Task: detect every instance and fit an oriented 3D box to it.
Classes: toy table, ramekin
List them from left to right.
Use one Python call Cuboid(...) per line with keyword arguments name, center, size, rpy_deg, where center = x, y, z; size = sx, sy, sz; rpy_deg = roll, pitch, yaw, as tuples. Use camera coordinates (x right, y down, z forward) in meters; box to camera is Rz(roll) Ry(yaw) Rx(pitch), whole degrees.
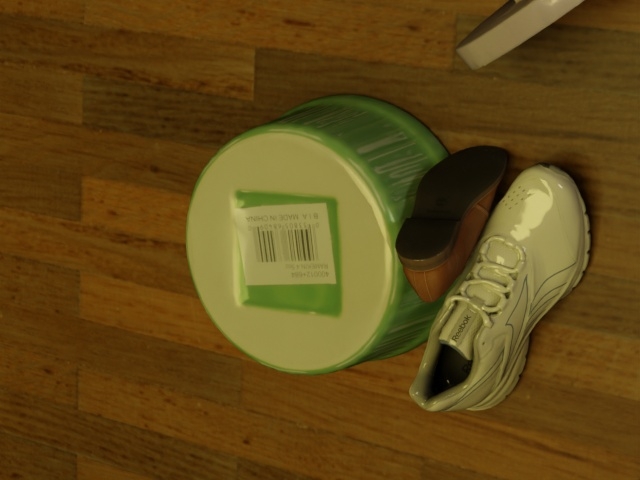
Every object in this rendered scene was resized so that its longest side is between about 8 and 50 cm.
Cuboid(name="ramekin", center=(0.000, 0.000, 1.635), size=(0.303, 0.148, 0.303), rpy_deg=(7, 104, 30))
Cuboid(name="toy table", center=(0.200, -0.298, 1.413), size=(0.274, 0.252, 0.161), rpy_deg=(-37, 97, 22))

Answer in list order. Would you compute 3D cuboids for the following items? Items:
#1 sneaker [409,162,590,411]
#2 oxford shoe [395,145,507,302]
Cuboid(name="sneaker", center=(0.183, 0.061, 1.549), size=(0.111, 0.129, 0.297), rpy_deg=(29, 113, 25))
Cuboid(name="oxford shoe", center=(0.134, -0.021, 1.532), size=(0.076, 0.212, 0.076), rpy_deg=(9, 133, 28))
